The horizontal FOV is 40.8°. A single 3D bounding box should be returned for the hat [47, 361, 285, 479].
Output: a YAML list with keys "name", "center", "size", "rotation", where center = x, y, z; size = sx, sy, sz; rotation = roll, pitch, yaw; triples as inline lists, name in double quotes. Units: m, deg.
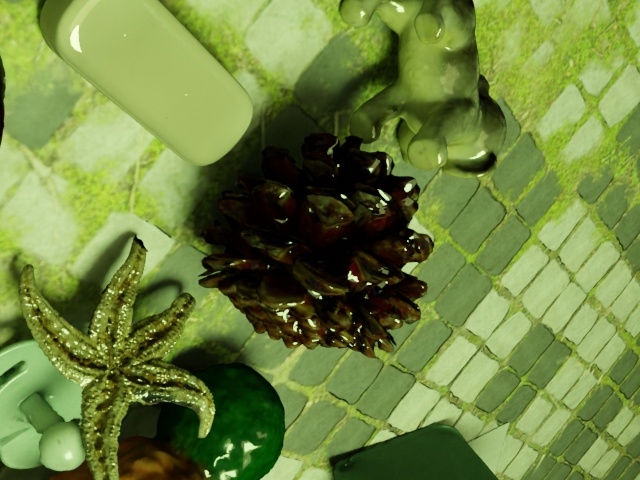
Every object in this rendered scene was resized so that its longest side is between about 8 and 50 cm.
- name: "hat"
  center: [-0.174, 0.295, 0.800]
  size: [0.400, 0.285, 0.285]
  rotation: [-49, 139, -6]

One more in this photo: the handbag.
- name: "handbag"
  center: [0.161, 0.377, 1.147]
  size: [0.247, 0.260, 0.079]
  rotation: [-7, 128, -39]

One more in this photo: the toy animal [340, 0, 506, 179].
- name: "toy animal"
  center: [0.106, -0.149, 0.828]
  size: [0.168, 0.121, 0.233]
  rotation: [-39, 130, -36]

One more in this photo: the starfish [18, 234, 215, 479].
- name: "starfish"
  center: [-0.177, 0.111, 0.743]
  size: [0.213, 0.057, 0.238]
  rotation: [29, 60, -34]

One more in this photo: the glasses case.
- name: "glasses case"
  center: [-0.130, -0.133, 0.677]
  size: [0.083, 0.050, 0.196]
  rotation: [-50, 139, -3]

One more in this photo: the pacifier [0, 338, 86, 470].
- name: "pacifier"
  center: [-0.233, 0.151, 0.747]
  size: [0.126, 0.116, 0.150]
  rotation: [-37, 136, -23]

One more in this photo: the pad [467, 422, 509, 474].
- name: "pad"
  center: [0.214, 0.388, 1.392]
  size: [0.232, 0.004, 0.156]
  rotation: [-17, 129, -32]

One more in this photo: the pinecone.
- name: "pinecone"
  center: [0.000, 0.000, 0.781]
  size: [0.221, 0.221, 0.221]
  rotation: [-22, 132, -27]

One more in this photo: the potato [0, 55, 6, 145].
- name: "potato"
  center: [-0.321, -0.050, 0.488]
  size: [0.246, 0.196, 0.300]
  rotation: [0, 91, -44]
